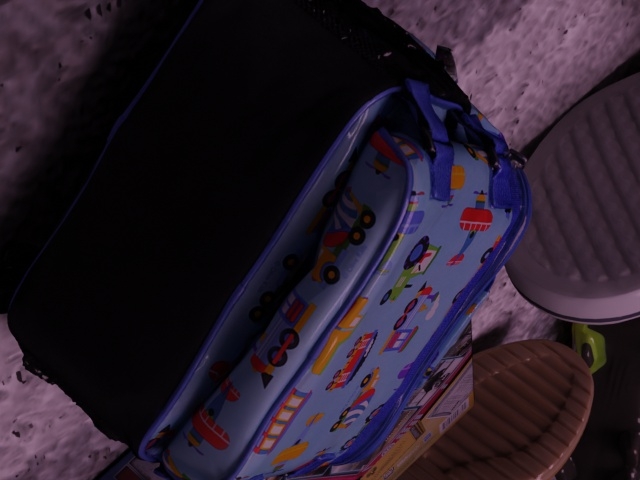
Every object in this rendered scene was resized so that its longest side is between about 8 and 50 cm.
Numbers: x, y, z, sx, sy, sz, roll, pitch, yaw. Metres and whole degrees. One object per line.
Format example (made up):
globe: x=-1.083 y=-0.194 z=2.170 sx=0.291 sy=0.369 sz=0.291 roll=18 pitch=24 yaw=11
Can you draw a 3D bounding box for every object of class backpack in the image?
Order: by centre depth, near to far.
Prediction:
backpack: x=0.000 y=0.000 z=0.454 sx=0.158 sy=0.117 sz=0.173 roll=-55 pitch=156 yaw=12

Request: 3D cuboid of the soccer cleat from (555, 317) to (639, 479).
soccer cleat: x=0.221 y=0.057 z=0.929 sx=0.121 sy=0.093 sz=0.289 roll=-66 pitch=169 yaw=-50

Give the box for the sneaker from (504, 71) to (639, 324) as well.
sneaker: x=0.225 y=-0.045 z=0.727 sx=0.321 sy=0.126 sz=0.127 roll=-41 pitch=147 yaw=-21

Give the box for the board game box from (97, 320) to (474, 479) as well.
board game box: x=-0.023 y=0.112 z=0.643 sx=0.243 sy=0.042 sz=0.165 roll=-40 pitch=152 yaw=-18

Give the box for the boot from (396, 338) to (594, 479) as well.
boot: x=0.059 y=0.177 z=0.842 sx=0.248 sy=0.090 sz=0.207 roll=-39 pitch=164 yaw=-23
